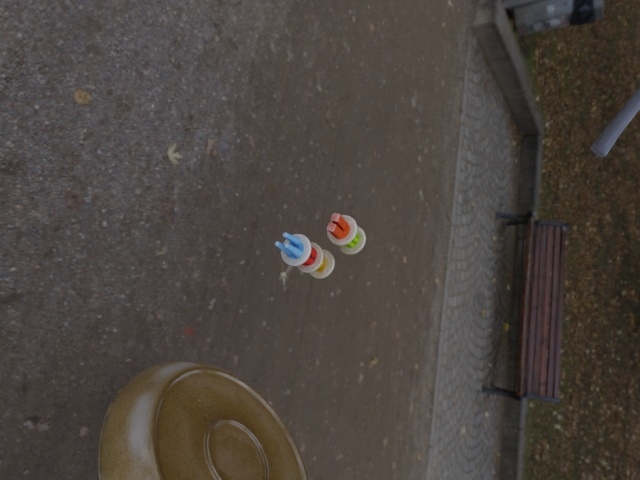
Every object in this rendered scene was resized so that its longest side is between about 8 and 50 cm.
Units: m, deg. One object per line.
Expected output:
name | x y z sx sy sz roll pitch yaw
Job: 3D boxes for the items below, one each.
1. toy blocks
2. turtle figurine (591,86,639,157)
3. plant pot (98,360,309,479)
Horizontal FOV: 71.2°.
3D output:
toy blocks | 0.000 0.000 0.716 0.054 0.123 0.148 55 9 27
turtle figurine | 0.190 -0.193 0.206 0.198 0.275 0.266 -48 113 -6
plant pot | -0.083 0.203 0.405 0.236 0.032 0.236 44 14 -14
